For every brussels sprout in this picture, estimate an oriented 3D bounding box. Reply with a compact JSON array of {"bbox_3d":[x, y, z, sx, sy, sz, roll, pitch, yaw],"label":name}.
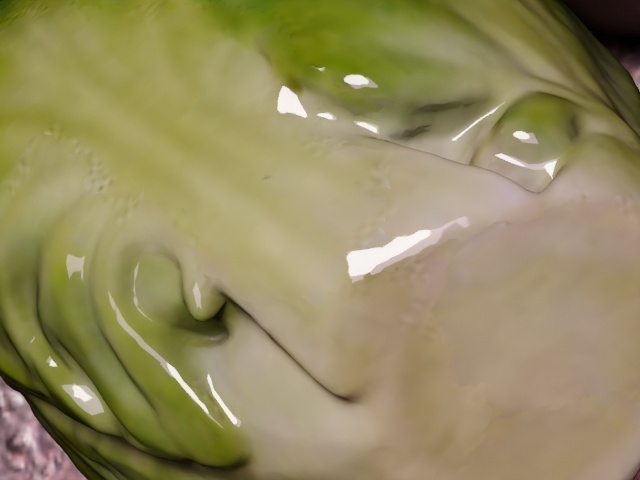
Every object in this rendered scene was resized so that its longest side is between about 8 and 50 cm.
[{"bbox_3d":[0.005,-0.001,0.796,0.281,0.289,0.354,-42,30,-9],"label":"brussels sprout"}]

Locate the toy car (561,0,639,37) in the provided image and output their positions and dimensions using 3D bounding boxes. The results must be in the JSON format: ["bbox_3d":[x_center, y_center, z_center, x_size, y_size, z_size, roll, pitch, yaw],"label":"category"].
[{"bbox_3d":[0.195,-0.142,0.823,0.240,0.271,0.341,-22,62,24],"label":"toy car"}]
